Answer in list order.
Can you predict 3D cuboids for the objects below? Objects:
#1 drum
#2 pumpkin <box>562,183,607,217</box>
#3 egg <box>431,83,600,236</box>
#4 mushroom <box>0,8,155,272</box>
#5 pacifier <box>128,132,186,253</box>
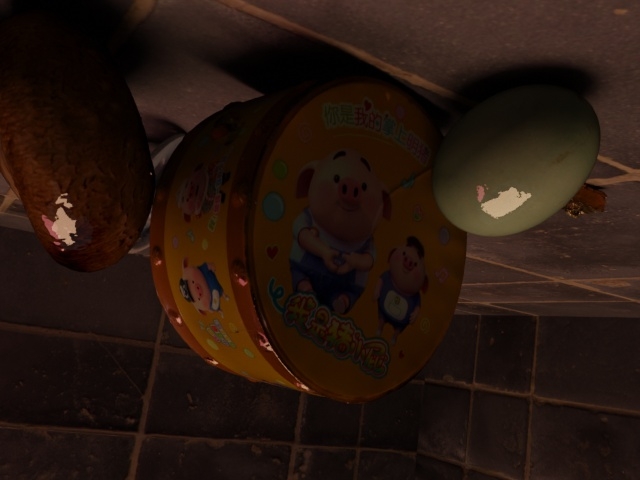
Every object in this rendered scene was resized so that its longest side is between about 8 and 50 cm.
[{"bbox_3d":[0.000,0.000,0.887,0.214,0.431,0.431,1,167,45],"label":"drum"},{"bbox_3d":[0.455,-0.068,1.166,0.074,0.054,0.083,15,173,-12],"label":"pumpkin"},{"bbox_3d":[0.239,-0.098,0.817,0.168,0.168,0.231,14,145,-29],"label":"egg"},{"bbox_3d":[-0.317,-0.120,0.827,0.239,0.345,0.345,-26,163,7],"label":"mushroom"},{"bbox_3d":[-0.343,-0.111,1.229,0.226,0.238,0.287,36,174,7],"label":"pacifier"}]
